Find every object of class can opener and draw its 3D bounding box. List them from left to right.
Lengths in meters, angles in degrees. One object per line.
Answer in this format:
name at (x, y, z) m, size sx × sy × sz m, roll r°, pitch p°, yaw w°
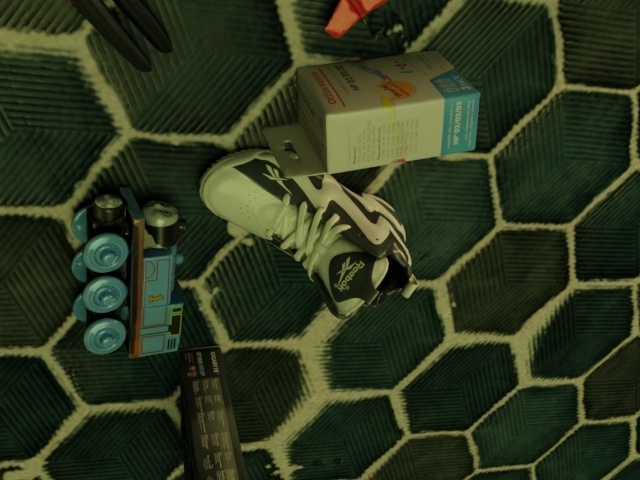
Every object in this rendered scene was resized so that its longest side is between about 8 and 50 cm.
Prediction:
can opener at (-0.182, -0.205, 0.643) m, size 0.059 × 0.073 × 0.186 m, roll -34°, pitch 138°, yaw -4°

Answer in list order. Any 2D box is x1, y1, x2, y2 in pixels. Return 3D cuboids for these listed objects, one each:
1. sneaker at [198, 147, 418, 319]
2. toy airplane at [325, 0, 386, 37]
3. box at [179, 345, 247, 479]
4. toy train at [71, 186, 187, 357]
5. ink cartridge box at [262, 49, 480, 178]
sneaker at (0.000, 0.000, 0.791) m, size 0.235 × 0.153 × 0.094 m, roll 26°, pitch 112°, yaw -32°
toy airplane at (0.005, -0.239, 0.701) m, size 0.151 × 0.028 × 0.151 m, roll -10°, pitch 126°, yaw -14°
box at (-0.119, 0.252, 0.887) m, size 0.051 × 0.220 × 0.175 m, roll -4°, pitch 124°, yaw -14°
toy train at (-0.187, 0.035, 0.802) m, size 0.105 × 0.080 × 0.184 m, roll -7°, pitch 124°, yaw -26°
ink cartridge box at (0.042, -0.119, 0.751) m, size 0.181 × 0.104 × 0.062 m, roll -11°, pitch 127°, yaw -12°
